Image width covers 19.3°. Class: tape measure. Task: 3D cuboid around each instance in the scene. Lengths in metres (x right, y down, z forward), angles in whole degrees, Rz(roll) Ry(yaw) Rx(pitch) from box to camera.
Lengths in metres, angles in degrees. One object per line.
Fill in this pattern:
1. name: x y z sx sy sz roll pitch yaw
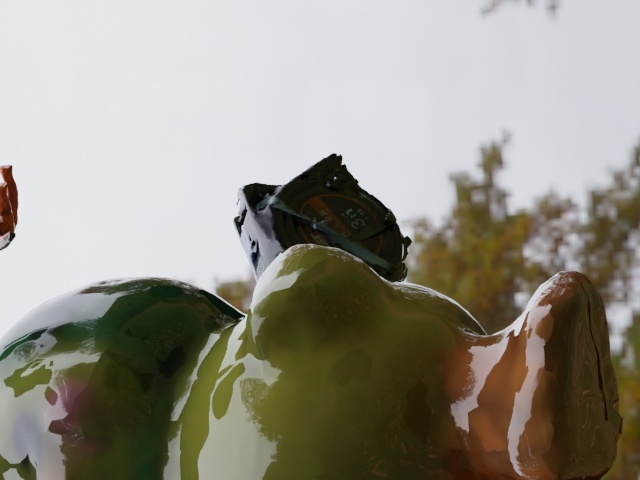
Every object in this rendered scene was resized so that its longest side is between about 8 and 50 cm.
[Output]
1. tape measure: 0.000 0.002 1.040 0.091 0.054 0.094 -19 -119 -32

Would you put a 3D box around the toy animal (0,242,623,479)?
1. toy animal: -0.011 0.107 0.896 0.191 0.338 0.216 -18 -76 -63

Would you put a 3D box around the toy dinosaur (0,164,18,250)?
1. toy dinosaur: -0.336 -0.029 1.929 0.279 0.055 0.101 -118 26 -74
